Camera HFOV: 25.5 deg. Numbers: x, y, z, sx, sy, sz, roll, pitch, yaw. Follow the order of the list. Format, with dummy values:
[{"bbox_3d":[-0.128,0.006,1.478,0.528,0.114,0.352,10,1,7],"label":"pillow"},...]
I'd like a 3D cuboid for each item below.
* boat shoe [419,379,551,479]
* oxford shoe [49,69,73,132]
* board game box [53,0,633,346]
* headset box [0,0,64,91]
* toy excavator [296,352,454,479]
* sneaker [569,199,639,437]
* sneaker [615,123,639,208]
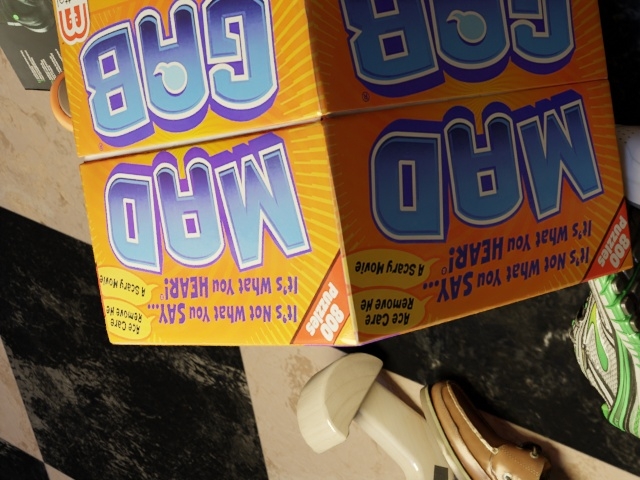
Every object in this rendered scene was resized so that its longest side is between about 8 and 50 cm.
[{"bbox_3d":[0.240,0.291,1.747,0.104,0.111,0.307,-36,81,19],"label":"boat shoe"},{"bbox_3d":[-0.124,-0.126,1.570,0.133,0.364,0.130,132,136,-58],"label":"oxford shoe"},{"bbox_3d":[0.018,-0.112,1.308,0.356,0.357,0.356,-4,95,49],"label":"board game box"},{"bbox_3d":[-0.269,-0.298,1.640,0.283,0.131,0.246,5,140,28],"label":"headset box"},{"bbox_3d":[0.164,0.399,1.836,0.433,0.445,0.222,15,151,-23],"label":"toy excavator"},{"bbox_3d":[0.304,0.078,1.445,0.146,0.134,0.343,8,127,45],"label":"sneaker"},{"bbox_3d":[0.378,-0.081,1.272,0.297,0.111,0.129,13,115,36],"label":"sneaker"}]
